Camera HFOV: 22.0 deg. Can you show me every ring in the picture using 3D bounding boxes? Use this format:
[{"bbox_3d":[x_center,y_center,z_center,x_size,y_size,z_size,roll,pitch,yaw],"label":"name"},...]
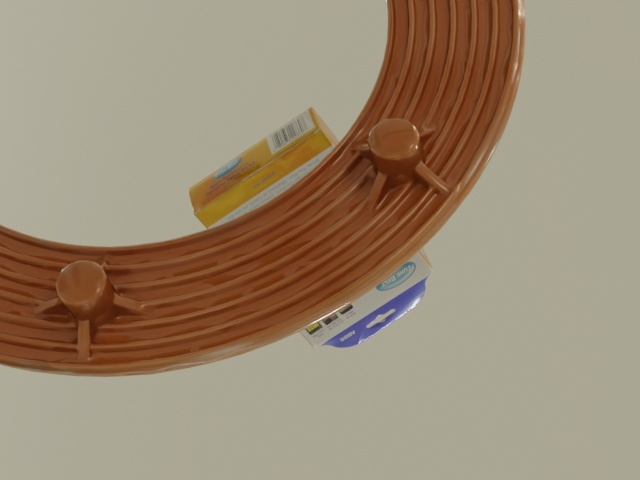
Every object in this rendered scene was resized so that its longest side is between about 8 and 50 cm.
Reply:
[{"bbox_3d":[-0.078,-0.093,0.731,0.336,0.032,0.337,-5,-123,8],"label":"ring"}]

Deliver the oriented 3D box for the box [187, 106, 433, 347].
[{"bbox_3d":[0.000,0.000,0.887,0.081,0.136,0.028,-33,-142,9],"label":"box"}]
